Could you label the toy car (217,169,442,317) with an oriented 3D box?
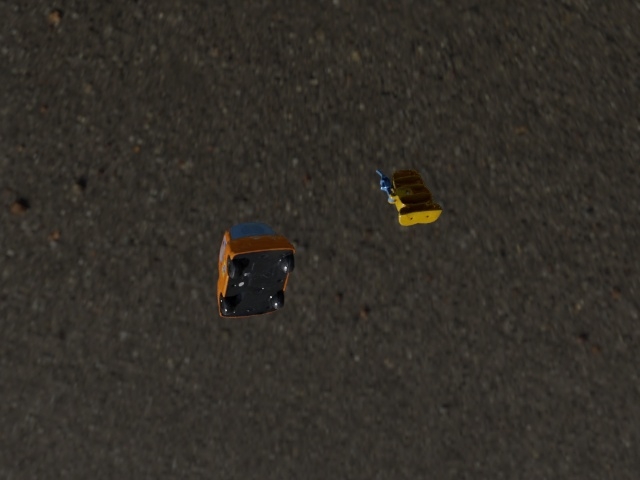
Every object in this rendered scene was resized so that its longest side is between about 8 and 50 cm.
[{"bbox_3d":[0.000,0.000,0.671,0.122,0.040,0.060,-17,145,-4],"label":"toy car"}]
